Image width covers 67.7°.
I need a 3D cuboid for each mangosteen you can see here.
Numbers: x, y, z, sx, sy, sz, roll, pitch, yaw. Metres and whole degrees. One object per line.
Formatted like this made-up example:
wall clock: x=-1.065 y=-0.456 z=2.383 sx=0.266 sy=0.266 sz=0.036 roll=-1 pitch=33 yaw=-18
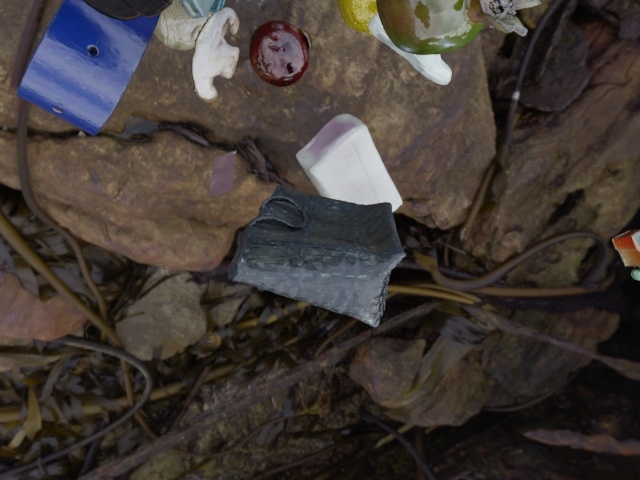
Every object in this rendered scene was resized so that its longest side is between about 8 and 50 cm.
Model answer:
mangosteen: x=-0.123 y=-0.649 z=1.630 sx=0.257 sy=0.215 sz=0.215 roll=-50 pitch=139 yaw=-37

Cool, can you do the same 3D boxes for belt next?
belt: x=-0.336 y=-0.308 z=0.719 sx=0.117 sy=0.347 sz=0.212 roll=28 pitch=123 yaw=-31

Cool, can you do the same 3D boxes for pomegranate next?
pomegranate: x=0.185 y=-0.342 z=0.656 sx=0.181 sy=0.224 sz=0.182 roll=-24 pitch=130 yaw=-31

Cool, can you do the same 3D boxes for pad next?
pad: x=-0.377 y=-0.258 z=1.849 sx=0.113 sy=0.188 sz=0.006 roll=-13 pitch=150 yaw=23

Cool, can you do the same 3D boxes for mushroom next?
mushroom: x=-0.113 y=-0.200 z=0.516 sx=0.049 sy=0.019 sz=0.101 roll=21 pitch=97 yaw=4

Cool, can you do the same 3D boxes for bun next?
bun: x=-0.352 y=-0.547 z=1.204 sx=0.166 sy=0.173 sz=0.113 roll=15 pitch=141 yaw=0

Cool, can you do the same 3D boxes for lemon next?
lemon: x=0.186 y=-0.950 z=1.845 sx=0.267 sy=0.267 sz=0.268 roll=-10 pitch=126 yaw=-15

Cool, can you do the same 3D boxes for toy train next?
toy train: x=0.688 y=0.010 z=0.947 sx=0.175 sy=0.074 sz=0.118 roll=-25 pitch=90 yaw=-6

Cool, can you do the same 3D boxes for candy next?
candy: x=0.091 y=-0.187 z=1.461 sx=0.208 sy=0.145 sz=0.359 roll=-39 pitch=132 yaw=-2

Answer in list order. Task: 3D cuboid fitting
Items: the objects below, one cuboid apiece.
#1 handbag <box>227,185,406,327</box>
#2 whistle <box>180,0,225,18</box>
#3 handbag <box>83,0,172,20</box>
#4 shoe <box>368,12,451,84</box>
handbag: x=0.000 y=0.000 z=0.557 sx=0.175 sy=0.270 sz=0.089 roll=15 pitch=112 yaw=-1
whistle: x=-0.164 y=-0.467 z=0.732 sx=0.093 sy=0.274 sz=0.186 roll=9 pitch=164 yaw=9
handbag: x=-0.225 y=-0.348 z=0.406 sx=0.093 sy=0.254 sz=0.308 roll=-23 pitch=123 yaw=6
shoe: x=0.352 y=-0.707 z=1.672 sx=0.362 sy=0.132 sz=0.160 roll=31 pitch=130 yaw=-17
